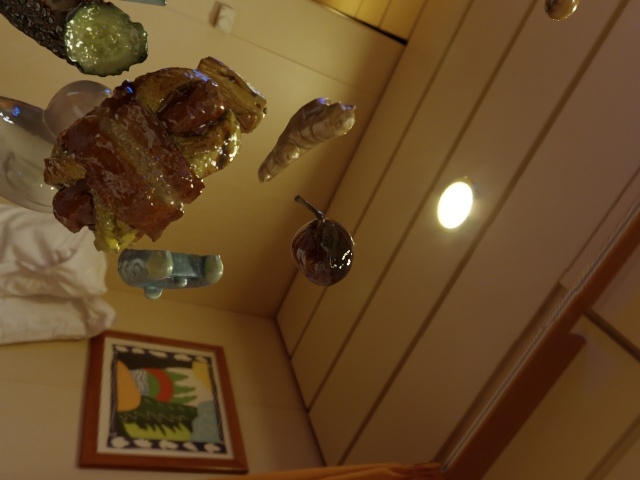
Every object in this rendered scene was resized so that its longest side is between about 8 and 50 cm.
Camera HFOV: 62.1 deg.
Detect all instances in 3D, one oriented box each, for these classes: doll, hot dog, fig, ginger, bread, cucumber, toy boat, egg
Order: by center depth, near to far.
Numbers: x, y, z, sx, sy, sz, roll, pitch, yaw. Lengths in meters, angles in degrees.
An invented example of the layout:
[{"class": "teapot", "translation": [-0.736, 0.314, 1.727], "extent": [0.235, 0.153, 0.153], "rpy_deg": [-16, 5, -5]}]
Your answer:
[{"class": "hot dog", "translation": [-0.181, -0.085, 0.529], "extent": [0.213, 0.146, 0.103], "rpy_deg": [-43, 173, 9]}, {"class": "cucumber", "translation": [-0.283, -0.240, 0.561], "extent": [0.265, 0.077, 0.077], "rpy_deg": [34, -71, 32]}, {"class": "doll", "translation": [-0.405, -0.162, 0.818], "extent": [0.221, 0.251, 0.221], "rpy_deg": [-14, -114, 36]}, {"class": "ginger", "translation": [-0.042, -0.205, 1.086], "extent": [0.333, 0.081, 0.148], "rpy_deg": [-33, -137, 41]}, {"class": "egg", "translation": [0.519, -0.518, 1.137], "extent": [0.083, 0.071, 0.071], "rpy_deg": [98, -3, -71]}, {"class": "toy boat", "translation": [-0.369, 0.086, 1.273], "extent": [0.330, 0.215, 0.123], "rpy_deg": [-3, -97, 50]}, {"class": "fig", "translation": [0.015, 0.002, 1.549], "extent": [0.204, 0.186, 0.250], "rpy_deg": [-114, -155, -44]}, {"class": "bread", "translation": [-0.276, -0.413, 1.564], "extent": [0.099, 0.235, 0.210], "rpy_deg": [-56, -168, -15]}]

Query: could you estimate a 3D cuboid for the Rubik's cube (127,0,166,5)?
[{"class": "Rubik's cube", "translation": [-0.378, -0.510, 0.889], "extent": [0.228, 0.228, 0.233], "rpy_deg": [-51, -166, 45]}]
